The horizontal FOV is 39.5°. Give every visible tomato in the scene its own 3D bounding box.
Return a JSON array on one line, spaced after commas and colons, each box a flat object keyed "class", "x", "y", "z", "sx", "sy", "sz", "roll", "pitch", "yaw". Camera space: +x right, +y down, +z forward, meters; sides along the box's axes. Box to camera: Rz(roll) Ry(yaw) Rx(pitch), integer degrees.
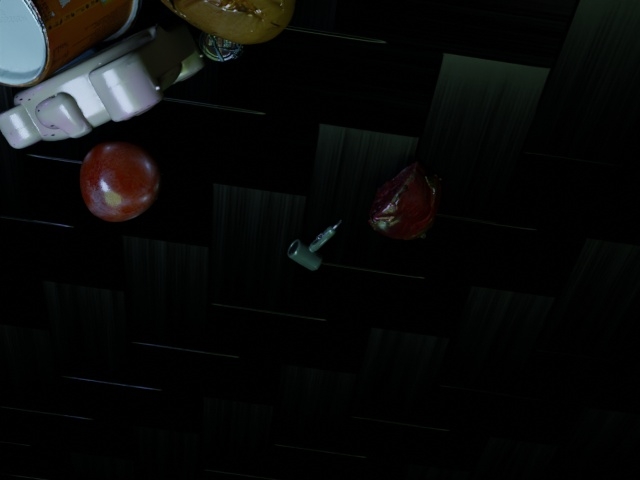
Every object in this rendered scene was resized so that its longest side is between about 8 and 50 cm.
[{"class": "tomato", "x": -0.410, "y": -0.116, "z": 1.795, "sx": 0.167, "sy": 0.167, "sz": 0.167, "roll": 3, "pitch": 136, "yaw": 3}]

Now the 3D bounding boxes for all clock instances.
[{"class": "clock", "x": -0.375, "y": -0.261, "z": 1.521, "sx": 0.309, "sy": 0.284, "sz": 0.114, "roll": -18, "pitch": 111, "yaw": 22}]

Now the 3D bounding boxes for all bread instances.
[{"class": "bread", "x": -0.162, "y": -0.437, "z": 1.442, "sx": 0.270, "sy": 0.142, "sz": 0.195, "roll": 33, "pitch": 132, "yaw": -25}]

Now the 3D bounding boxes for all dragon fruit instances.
[{"class": "dragon fruit", "x": 0.191, "y": -0.061, "z": 1.802, "sx": 0.161, "sy": 0.127, "sz": 0.120, "roll": 34, "pitch": 137, "yaw": -25}]

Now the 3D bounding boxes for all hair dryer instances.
[{"class": "hair dryer", "x": 0.000, "y": 0.000, "z": 1.950, "sx": 0.071, "sy": 0.047, "sz": 0.150, "roll": 31, "pitch": 120, "yaw": -26}]

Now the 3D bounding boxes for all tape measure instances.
[{"class": "tape measure", "x": -0.177, "y": -0.364, "z": 1.580, "sx": 0.091, "sy": 0.054, "sz": 0.094, "roll": 14, "pitch": 129, "yaw": -5}]

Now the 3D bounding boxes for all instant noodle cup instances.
[{"class": "instant noodle cup", "x": -0.462, "y": -0.392, "z": 1.413, "sx": 0.296, "sy": 0.214, "sz": 0.296, "roll": 16, "pitch": 136, "yaw": 16}]

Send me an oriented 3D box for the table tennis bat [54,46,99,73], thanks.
[{"class": "table tennis bat", "x": -0.437, "y": -0.305, "z": 1.684, "sx": 0.244, "sy": 0.040, "sz": 0.153, "roll": 21, "pitch": 130, "yaw": -10}]
